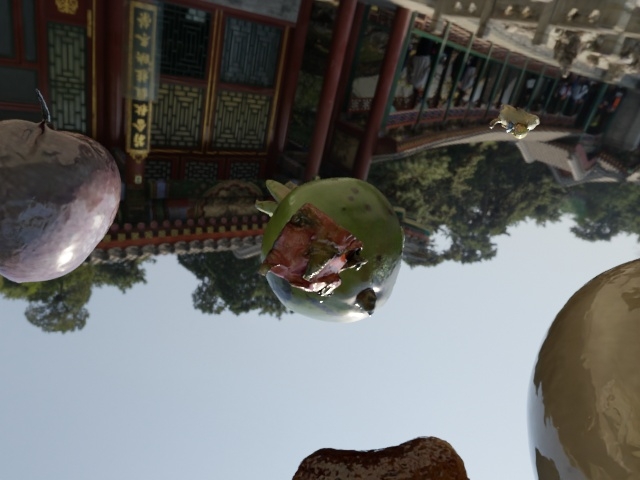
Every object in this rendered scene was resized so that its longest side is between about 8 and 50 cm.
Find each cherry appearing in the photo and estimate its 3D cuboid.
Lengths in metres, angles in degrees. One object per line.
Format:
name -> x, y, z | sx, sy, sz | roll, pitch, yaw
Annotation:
cherry -> -0.385, -0.067, 0.629 | 0.183, 0.266, 0.213 | 19, -173, 9

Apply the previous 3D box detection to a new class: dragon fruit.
dragon fruit -> 0.001, 0.023, 0.570 | 0.096, 0.102, 0.147 | 40, -173, 14

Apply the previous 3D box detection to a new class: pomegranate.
pomegranate -> 0.000, 0.000, 0.807 | 0.260, 0.260, 0.340 | -11, -143, -43

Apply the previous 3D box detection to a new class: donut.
donut -> 0.073, 0.291, 0.488 | 0.186, 0.126, 0.144 | -18, 164, 34

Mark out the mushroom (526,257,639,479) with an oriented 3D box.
mushroom -> 0.350, 0.171, 0.338 | 0.362, 0.294, 0.362 | 10, -117, -20

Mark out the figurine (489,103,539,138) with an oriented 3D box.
figurine -> 0.384, -0.231, 0.890 | 0.083, 0.051, 0.047 | 29, -177, 24
